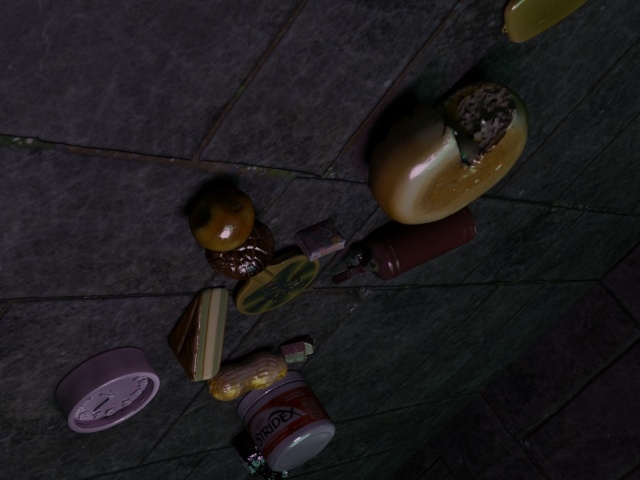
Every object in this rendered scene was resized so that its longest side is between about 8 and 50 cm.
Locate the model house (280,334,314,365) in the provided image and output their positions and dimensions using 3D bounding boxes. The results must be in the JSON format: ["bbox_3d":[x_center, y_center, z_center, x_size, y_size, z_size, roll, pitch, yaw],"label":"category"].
[{"bbox_3d":[-0.055,0.264,2.204,0.083,0.057,0.058,-13,123,-4],"label":"model house"}]

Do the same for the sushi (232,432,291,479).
[{"bbox_3d":[-0.152,0.598,2.521,0.115,0.147,0.212,-36,150,1],"label":"sushi"}]

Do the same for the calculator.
[{"bbox_3d":[0.427,-0.445,1.631,0.237,0.033,0.157,-35,154,3],"label":"calculator"}]

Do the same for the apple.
[{"bbox_3d":[-0.167,-0.036,1.528,0.102,0.099,0.114,4,136,-49],"label":"apple"}]

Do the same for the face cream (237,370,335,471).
[{"bbox_3d":[-0.088,0.471,2.339,0.201,0.187,0.201,-27,152,-16],"label":"face cream"}]

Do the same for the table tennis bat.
[{"bbox_3d":[-0.108,0.074,1.842,0.198,0.050,0.321,-36,158,5],"label":"table tennis bat"}]

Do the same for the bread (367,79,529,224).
[{"bbox_3d":[0.235,-0.169,1.713,0.333,0.160,0.333,-26,152,-15],"label":"bread"}]

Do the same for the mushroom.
[{"bbox_3d":[-0.146,0.012,1.628,0.126,0.109,0.085,-46,152,-17],"label":"mushroom"}]

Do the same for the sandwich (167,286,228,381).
[{"bbox_3d":[-0.222,0.188,1.806,0.079,0.113,0.163,-2,137,-48],"label":"sandwich"}]

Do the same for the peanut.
[{"bbox_3d":[-0.170,0.314,2.106,0.207,0.087,0.087,-15,147,-31],"label":"peanut"}]

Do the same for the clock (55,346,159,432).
[{"bbox_3d":[-0.425,0.300,1.803,0.197,0.068,0.196,-27,152,-16],"label":"clock"}]

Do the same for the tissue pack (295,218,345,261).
[{"bbox_3d":[0.000,0.000,1.819,0.083,0.063,0.035,-23,153,-25],"label":"tissue pack"}]

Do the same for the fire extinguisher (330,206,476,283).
[{"bbox_3d":[0.181,0.019,2.037,0.337,0.106,0.147,-23,175,-22],"label":"fire extinguisher"}]
